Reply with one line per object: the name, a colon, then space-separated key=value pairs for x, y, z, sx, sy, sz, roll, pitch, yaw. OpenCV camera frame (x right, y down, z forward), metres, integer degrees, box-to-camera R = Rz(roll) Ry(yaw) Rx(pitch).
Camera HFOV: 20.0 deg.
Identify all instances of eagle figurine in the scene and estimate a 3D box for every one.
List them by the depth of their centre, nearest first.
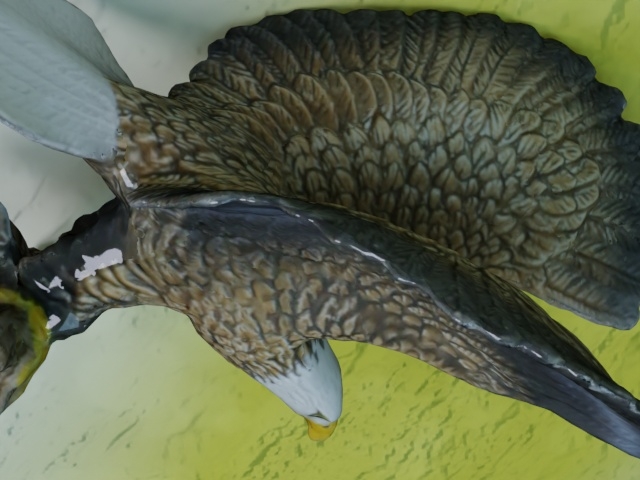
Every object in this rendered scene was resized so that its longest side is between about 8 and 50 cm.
eagle figurine: x=0.003 y=0.005 z=0.720 sx=0.298 sy=0.226 sz=0.225 roll=-10 pitch=164 yaw=12
